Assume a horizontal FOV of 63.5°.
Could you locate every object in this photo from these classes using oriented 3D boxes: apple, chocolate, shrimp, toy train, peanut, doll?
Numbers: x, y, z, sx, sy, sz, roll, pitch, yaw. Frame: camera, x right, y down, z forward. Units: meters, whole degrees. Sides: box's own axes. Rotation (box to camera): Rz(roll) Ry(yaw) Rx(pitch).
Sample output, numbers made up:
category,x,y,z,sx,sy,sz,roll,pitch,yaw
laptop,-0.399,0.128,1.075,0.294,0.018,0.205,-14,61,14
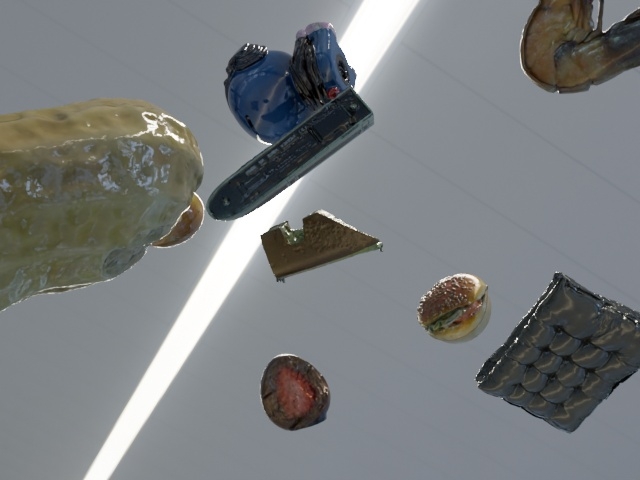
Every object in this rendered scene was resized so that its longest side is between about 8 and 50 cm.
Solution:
category,x,y,z,sx,sy,sz,roll,pitch,yaw
apple,-0.429,-0.081,1.434,0.210,0.164,0.209,11,-48,12
chocolate,-0.050,0.275,0.952,0.127,0.124,0.132,-24,-106,48
shrimp,0.418,-0.319,0.705,0.289,0.075,0.177,-19,-93,38
toy train,-0.069,-0.171,1.126,0.407,0.088,0.086,-36,-103,-1
peanut,-0.253,-0.030,0.445,0.158,0.340,0.174,50,-46,17
doll,-0.082,-0.370,1.287,0.310,0.240,0.284,-14,-51,23

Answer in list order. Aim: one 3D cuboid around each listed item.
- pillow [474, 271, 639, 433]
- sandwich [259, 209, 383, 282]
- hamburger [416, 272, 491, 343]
category,x,y,z,sx,sy,sz,roll,pitch,yaw
pillow,0.486,0.233,1.024,0.228,0.101,0.326,27,-60,6
sandwich,0.000,0.000,1.070,0.236,0.122,0.128,-18,-89,10
hamburger,0.384,0.189,1.482,0.237,0.236,0.147,-27,-62,32
